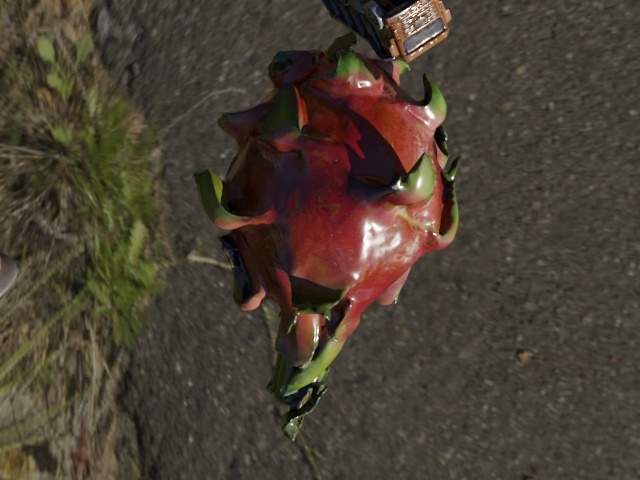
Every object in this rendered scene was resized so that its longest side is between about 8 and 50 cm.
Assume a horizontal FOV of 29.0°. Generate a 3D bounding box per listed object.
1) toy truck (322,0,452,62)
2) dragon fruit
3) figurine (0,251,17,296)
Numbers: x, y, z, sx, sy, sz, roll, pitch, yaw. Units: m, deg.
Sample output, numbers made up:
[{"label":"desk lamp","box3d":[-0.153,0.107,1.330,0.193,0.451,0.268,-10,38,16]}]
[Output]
[{"label":"toy truck","box3d":[0.068,-0.271,1.401,0.083,0.192,0.092,-35,129,-9]},{"label":"dragon fruit","box3d":[0.001,0.000,0.707,0.135,0.137,0.235,18,90,25]},{"label":"figurine","box3d":[-0.370,-0.080,0.857,0.203,0.248,0.380,-52,134,-21]}]
